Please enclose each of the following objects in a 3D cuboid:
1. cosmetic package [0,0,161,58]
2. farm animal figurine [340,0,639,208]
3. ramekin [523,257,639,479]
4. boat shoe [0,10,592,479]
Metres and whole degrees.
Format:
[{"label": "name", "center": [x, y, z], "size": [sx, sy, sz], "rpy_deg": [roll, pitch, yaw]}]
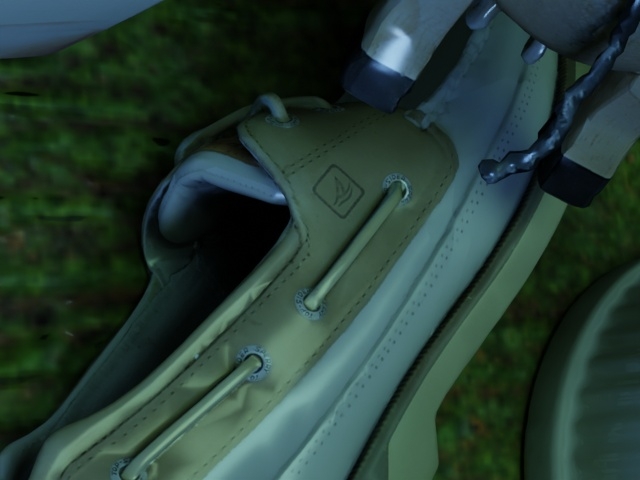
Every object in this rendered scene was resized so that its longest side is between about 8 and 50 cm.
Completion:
[{"label": "cosmetic package", "center": [-0.183, -0.122, 0.408], "size": [0.296, 0.129, 0.153], "rpy_deg": [-7, 85, -38]}, {"label": "farm animal figurine", "center": [0.074, -0.166, 0.503], "size": [0.330, 0.172, 0.326], "rpy_deg": [14, 45, -25]}, {"label": "ramekin", "center": [0.192, 0.097, 0.649], "size": [0.207, 0.109, 0.207], "rpy_deg": [9, 74, -34]}, {"label": "boat shoe", "center": [0.000, 0.000, 0.526], "size": [0.103, 0.113, 0.302], "rpy_deg": [38, 53, -17]}]
